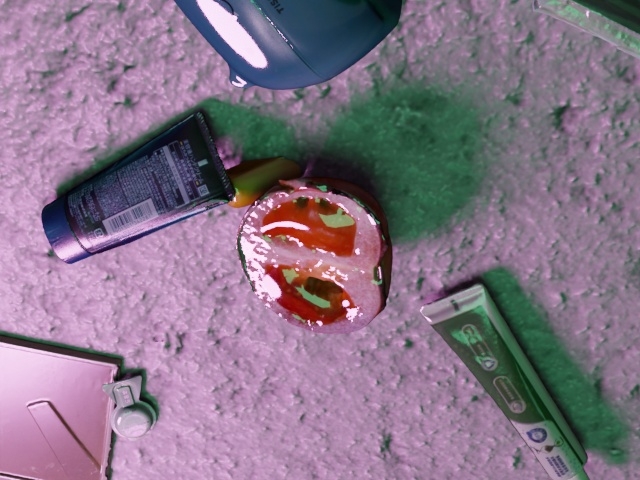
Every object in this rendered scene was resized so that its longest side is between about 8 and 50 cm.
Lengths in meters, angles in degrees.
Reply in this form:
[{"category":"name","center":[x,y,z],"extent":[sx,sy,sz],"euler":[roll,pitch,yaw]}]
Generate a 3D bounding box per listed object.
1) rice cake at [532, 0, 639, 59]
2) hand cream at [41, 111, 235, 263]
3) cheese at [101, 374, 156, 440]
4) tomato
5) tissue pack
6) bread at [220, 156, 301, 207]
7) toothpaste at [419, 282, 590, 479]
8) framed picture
[{"category":"rice cake","center":[0.330,-0.252,1.474],"extent":[0.211,0.124,0.038],"euler":[21,131,-14]},{"category":"hand cream","center":[-0.237,-0.057,1.702],"extent":[0.270,0.061,0.120],"euler":[-24,84,26]},{"category":"cheese","center":[-0.278,0.250,1.953],"extent":[0.067,0.026,0.121],"euler":[-15,126,-7]},{"category":"tomato","center":[0.000,0.000,1.696],"extent":[0.199,0.112,0.228],"euler":[11,125,9]},{"category":"tissue pack","center":[-0.063,-0.307,1.431],"extent":[0.206,0.198,0.287],"euler":[-27,120,25]},{"category":"bread","center":[-0.083,-0.076,1.696],"extent":[0.062,0.103,0.049],"euler":[19,126,49]},{"category":"toothpaste","center":[0.276,0.215,1.846],"extent":[0.098,0.061,0.392],"euler":[-25,115,23]},{"category":"framed picture","center":[-0.414,0.268,1.998],"extent":[0.213,0.016,0.289],"euler":[11,126,-1]}]
